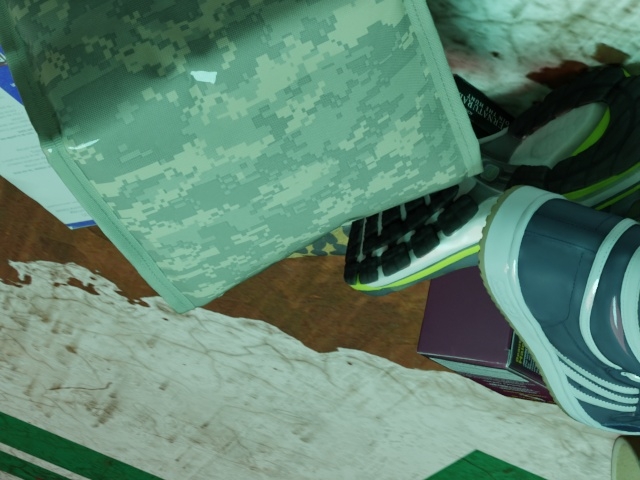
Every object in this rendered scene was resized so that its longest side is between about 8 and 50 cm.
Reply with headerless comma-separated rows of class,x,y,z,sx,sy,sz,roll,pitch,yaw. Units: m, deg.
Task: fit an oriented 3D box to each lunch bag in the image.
lunch bag,-0.039,-0.086,1.132,0.235,0.169,0.287,-26,147,1

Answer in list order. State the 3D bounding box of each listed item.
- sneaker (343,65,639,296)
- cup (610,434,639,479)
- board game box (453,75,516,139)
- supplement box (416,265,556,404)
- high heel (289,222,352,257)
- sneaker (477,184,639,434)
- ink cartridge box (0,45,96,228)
sneaker,0.139,-0.015,1.280,0.300,0.111,0.121,-19,139,40
cup,0.417,0.324,1.668,0.237,0.331,0.331,-9,155,1
board game box,0.127,-0.053,1.367,0.186,0.026,0.126,32,155,-26
supplement box,0.157,0.064,1.453,0.081,0.104,0.188,6,168,30
high heel,0.000,0.000,1.514,0.186,0.093,0.261,23,154,-8
sneaker,0.222,0.069,1.189,0.153,0.099,0.282,16,161,38
ink cartridge box,-0.212,-0.122,1.243,0.165,0.065,0.333,-9,145,34
